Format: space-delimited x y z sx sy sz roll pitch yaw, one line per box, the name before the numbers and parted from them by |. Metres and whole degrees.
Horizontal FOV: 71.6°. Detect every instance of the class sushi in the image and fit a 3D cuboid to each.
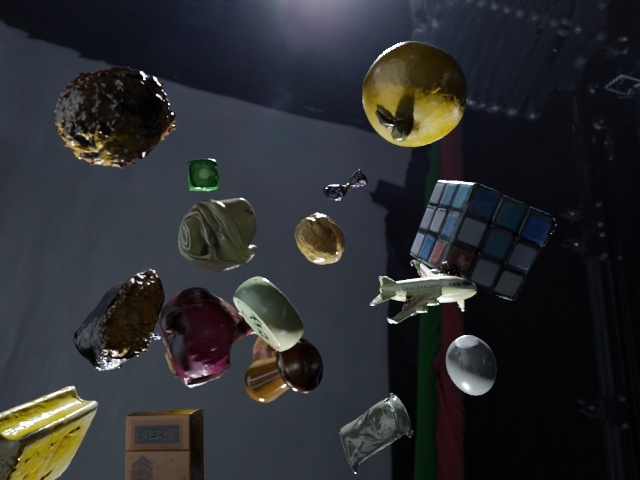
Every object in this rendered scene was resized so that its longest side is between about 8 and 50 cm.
sushi | -0.640 0.273 1.497 0.208 0.234 0.348 -24 -146 31

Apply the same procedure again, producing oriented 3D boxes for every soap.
soap | -0.856 0.614 1.292 0.293 0.156 0.335 -64 174 -1

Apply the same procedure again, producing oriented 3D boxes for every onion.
onion | -0.425 0.354 1.788 0.398 0.421 0.397 162 -90 -74

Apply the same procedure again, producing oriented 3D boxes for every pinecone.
pinecone | 0.441 0.111 1.521 0.077 0.083 0.077 -17 -112 51

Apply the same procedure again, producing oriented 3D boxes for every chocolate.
chocolate | 0.085 -0.179 1.499 0.070 0.147 0.072 57 3 -48

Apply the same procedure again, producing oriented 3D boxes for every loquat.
loquat | 0.283 -0.436 1.380 0.328 0.329 0.359 114 -1 -55

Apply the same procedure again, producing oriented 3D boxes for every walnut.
walnut | 0.000 0.000 2.136 0.225 0.257 0.256 -31 147 -46

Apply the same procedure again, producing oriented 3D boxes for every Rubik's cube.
Rubik's cube | 0.606 -0.022 1.734 0.363 0.359 0.361 -120 -132 -74

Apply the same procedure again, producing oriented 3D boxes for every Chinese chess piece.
Chinese chess piece | -0.163 0.230 1.384 0.101 0.250 0.250 -40 173 -23

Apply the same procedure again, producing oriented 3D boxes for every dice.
dice | -0.522 -0.288 1.966 0.120 0.129 0.130 178 -94 -70

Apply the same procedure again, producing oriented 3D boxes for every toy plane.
toy plane | 0.259 0.127 1.114 0.242 0.256 0.104 -52 138 -47

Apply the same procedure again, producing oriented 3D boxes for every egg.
egg | 0.559 0.466 1.636 0.176 0.176 0.231 -112 179 -73

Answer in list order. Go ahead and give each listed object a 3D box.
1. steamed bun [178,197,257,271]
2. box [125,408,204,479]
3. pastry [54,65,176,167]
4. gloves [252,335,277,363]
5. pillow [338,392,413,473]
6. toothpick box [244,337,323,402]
steamed bun | -0.438 -0.017 1.816 0.219 0.325 0.309 -11 100 -68
box | -0.372 0.553 1.063 0.076 0.175 0.273 42 43 -75
pastry | -0.668 -0.418 1.484 0.405 0.338 0.292 -119 -168 -50
gloves | -0.231 0.471 1.927 0.126 0.145 0.241 -26 -137 41
pillow | 0.167 0.604 1.409 0.255 0.059 0.169 -40 -143 11
toothpick box | -0.126 0.458 1.549 0.294 0.192 0.192 -34 -142 35
